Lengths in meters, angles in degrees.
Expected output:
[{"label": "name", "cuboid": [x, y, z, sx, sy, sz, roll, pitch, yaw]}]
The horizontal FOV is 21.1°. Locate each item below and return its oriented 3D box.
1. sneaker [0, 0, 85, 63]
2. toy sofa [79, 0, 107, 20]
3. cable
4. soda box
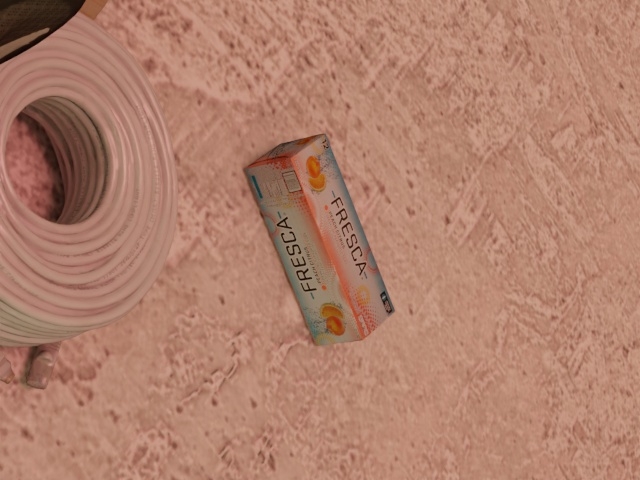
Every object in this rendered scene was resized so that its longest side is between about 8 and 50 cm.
[{"label": "sneaker", "cuboid": [-0.304, -0.041, 1.030, 0.202, 0.185, 0.483, 43, 59, 6]}, {"label": "toy sofa", "cuboid": [-0.248, -0.323, 1.271, 0.362, 0.177, 0.150, 30, 35, -43]}, {"label": "cable", "cuboid": [-0.215, -0.052, 1.269, 0.257, 0.089, 0.257, 51, 47, -31]}, {"label": "soda box", "cuboid": [0.000, 0.000, 1.546, 0.063, 0.058, 0.183, -38, 112, -48]}]
